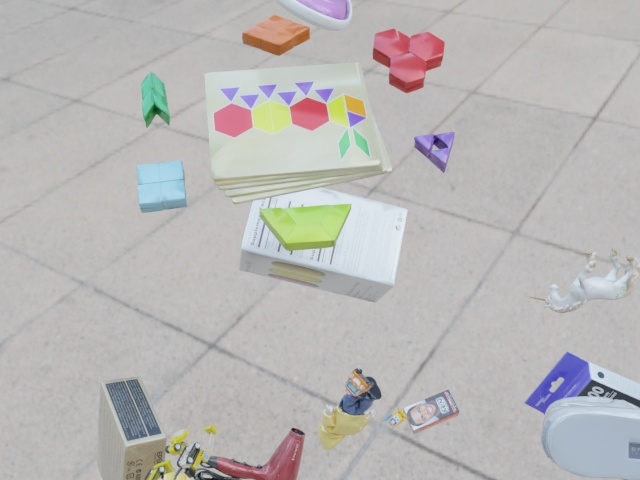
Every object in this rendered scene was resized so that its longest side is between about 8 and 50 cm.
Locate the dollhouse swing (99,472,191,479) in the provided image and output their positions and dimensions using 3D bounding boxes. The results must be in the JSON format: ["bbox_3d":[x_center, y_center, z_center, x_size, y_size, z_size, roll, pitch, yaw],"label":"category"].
[{"bbox_3d":[-0.443,0.770,1.888,0.346,0.315,0.305,16,61,-24],"label":"dollhouse swing"}]

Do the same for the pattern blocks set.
[{"bbox_3d":[-0.025,-0.118,0.715,0.324,0.026,0.285,2,62,-2],"label":"pattern blocks set"}]

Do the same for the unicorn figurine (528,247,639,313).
[{"bbox_3d":[0.423,0.068,1.087,0.161,0.111,0.060,6,30,3],"label":"unicorn figurine"}]

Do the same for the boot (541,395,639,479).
[{"bbox_3d":[0.366,0.207,0.727,0.258,0.095,0.123,7,3,16],"label":"boot"}]

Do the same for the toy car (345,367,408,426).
[{"bbox_3d":[0.083,0.251,1.080,0.040,0.122,0.060,-44,-1,1],"label":"toy car"}]

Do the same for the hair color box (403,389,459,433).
[{"bbox_3d":[0.310,0.480,1.947,0.141,0.043,0.072,-22,61,-5],"label":"hair color box"}]

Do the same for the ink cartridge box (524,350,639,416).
[{"bbox_3d":[0.542,0.335,1.392,0.208,0.206,0.045,25,46,8],"label":"ink cartridge box"}]

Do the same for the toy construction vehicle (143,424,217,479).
[{"bbox_3d":[-0.190,0.302,0.955,0.086,0.035,0.098,-28,21,29],"label":"toy construction vehicle"}]

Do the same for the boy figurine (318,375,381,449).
[{"bbox_3d":[0.081,0.528,2.090,0.177,0.285,0.092,8,40,-27],"label":"boy figurine"}]

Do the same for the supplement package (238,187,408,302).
[{"bbox_3d":[0.000,0.000,1.133,0.244,0.139,0.134,14,72,-3],"label":"supplement package"}]

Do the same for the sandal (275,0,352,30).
[{"bbox_3d":[-0.025,-0.491,1.175,0.169,0.102,0.416,13,39,-20],"label":"sandal"}]

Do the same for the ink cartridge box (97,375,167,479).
[{"bbox_3d":[-0.383,0.425,1.395,0.088,0.235,0.193,-6,32,-29],"label":"ink cartridge box"}]

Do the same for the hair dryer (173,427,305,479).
[{"bbox_3d":[-0.149,0.519,1.525,0.293,0.224,0.080,-33,28,-13],"label":"hair dryer"}]
